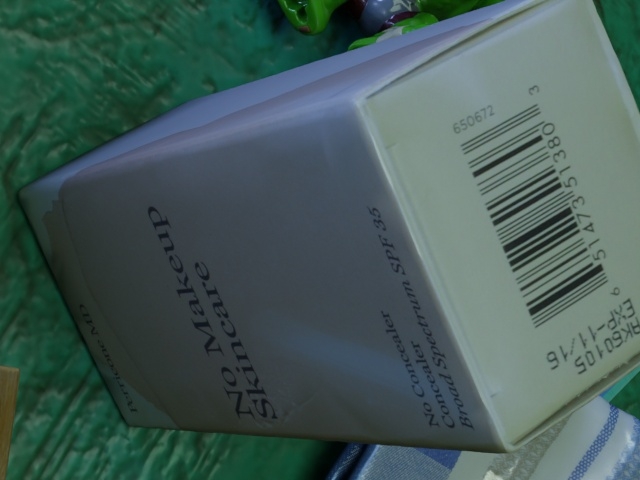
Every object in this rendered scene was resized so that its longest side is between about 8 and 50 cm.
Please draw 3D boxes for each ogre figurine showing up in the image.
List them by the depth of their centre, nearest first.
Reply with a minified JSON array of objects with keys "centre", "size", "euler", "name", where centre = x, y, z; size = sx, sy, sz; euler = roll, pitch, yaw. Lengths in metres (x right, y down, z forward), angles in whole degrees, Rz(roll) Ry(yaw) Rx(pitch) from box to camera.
[{"centre":[0.045,-0.139,0.858],"size":[0.118,0.197,0.096],"euler":[-36,148,-40],"name":"ogre figurine"}]

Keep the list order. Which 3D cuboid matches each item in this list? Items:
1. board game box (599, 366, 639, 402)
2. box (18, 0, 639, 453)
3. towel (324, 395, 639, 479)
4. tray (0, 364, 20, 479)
[{"centre":[0.137,-0.014,0.930],"size":[0.160,0.047,0.210],"euler":[-40,107,-28],"name":"board game box"},{"centre":[0.000,0.000,0.688],"size":[0.121,0.311,0.148],"euler":[-30,100,-31],"name":"box"},{"centre":[0.123,0.185,0.882],"size":[0.285,0.034,0.209],"euler":[34,83,-24],"name":"towel"},{"centre":[-0.256,0.244,0.647],"size":[0.203,0.076,0.410],"euler":[11,79,-31],"name":"tray"}]
